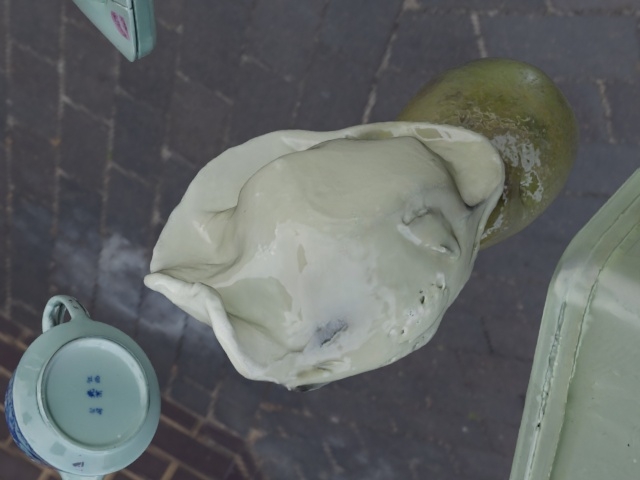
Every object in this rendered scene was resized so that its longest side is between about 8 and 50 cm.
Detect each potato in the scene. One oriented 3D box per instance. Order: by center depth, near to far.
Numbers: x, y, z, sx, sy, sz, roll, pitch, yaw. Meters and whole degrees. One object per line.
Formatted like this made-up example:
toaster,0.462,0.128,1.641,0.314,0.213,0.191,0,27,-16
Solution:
potato,0.141,-0.075,1.201,0.174,0.251,0.159,32,154,49

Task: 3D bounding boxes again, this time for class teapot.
teapot,-0.261,0.168,1.246,0.159,0.232,0.159,-6,165,-2

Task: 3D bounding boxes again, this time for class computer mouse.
computer mouse,-0.214,-0.286,1.114,0.097,0.288,0.159,-6,132,-9

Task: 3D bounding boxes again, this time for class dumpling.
dumpling,0.000,0.000,1.044,0.243,0.318,0.187,32,146,31

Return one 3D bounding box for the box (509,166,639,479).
box,0.349,0.163,0.943,0.343,0.177,0.352,25,136,24
